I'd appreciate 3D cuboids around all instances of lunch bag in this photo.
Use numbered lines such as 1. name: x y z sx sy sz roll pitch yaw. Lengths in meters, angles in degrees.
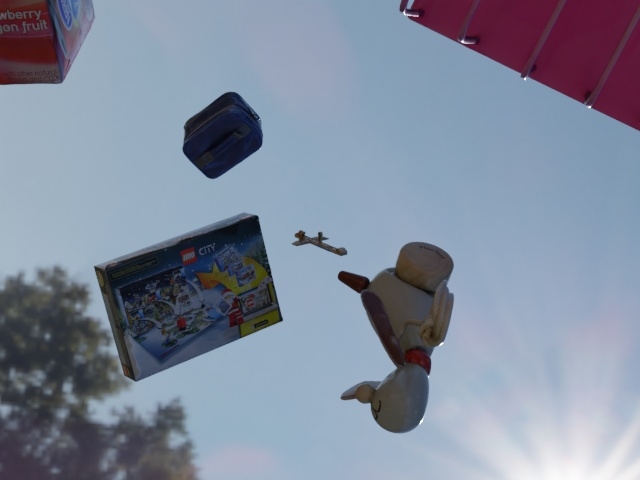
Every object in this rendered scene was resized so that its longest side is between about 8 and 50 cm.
1. lunch bag: -0.112 -0.124 1.413 0.098 0.067 0.065 -35 -149 19

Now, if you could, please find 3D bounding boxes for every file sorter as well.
1. file sorter: 0.247 -0.250 1.177 0.202 0.291 0.182 -64 173 14

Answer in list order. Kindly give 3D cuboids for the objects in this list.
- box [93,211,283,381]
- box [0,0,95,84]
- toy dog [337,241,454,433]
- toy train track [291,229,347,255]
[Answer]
1. box: -0.174 0.073 1.617 0.044 0.233 0.159 12 -61 58
2. box: -0.315 -0.198 0.908 0.122 0.257 0.128 -84 173 -55
3. toy dog: 0.086 0.120 1.661 0.333 0.161 0.220 -61 164 -77
4. toy train track: 0.000 0.000 1.353 0.083 0.048 0.014 23 -63 47
